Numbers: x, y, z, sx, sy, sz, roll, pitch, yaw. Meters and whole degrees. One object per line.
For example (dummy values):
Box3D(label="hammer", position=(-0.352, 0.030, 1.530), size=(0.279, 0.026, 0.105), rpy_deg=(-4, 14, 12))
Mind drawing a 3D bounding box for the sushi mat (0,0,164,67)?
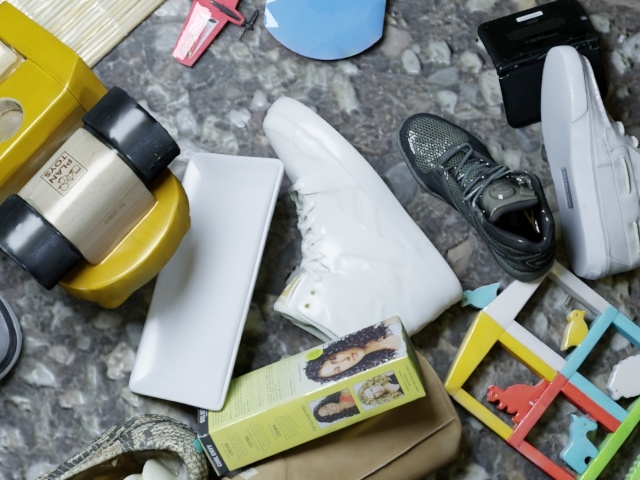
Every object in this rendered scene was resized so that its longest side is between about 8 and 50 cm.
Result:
Box3D(label="sushi mat", position=(-0.307, -0.238, 1.843), size=(0.316, 0.019, 0.151), rpy_deg=(-44, 89, -8))

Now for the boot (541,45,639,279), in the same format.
Box3D(label="boot", position=(0.322, -0.092, 1.856), size=(0.123, 0.095, 0.258), rpy_deg=(-11, 98, -13))

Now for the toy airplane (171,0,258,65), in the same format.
Box3D(label="toy airplane", position=(-0.138, -0.270, 1.849), size=(0.151, 0.028, 0.151), rpy_deg=(-3, 102, -14))

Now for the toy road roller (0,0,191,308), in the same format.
Box3D(label="toy road roller", position=(-0.277, -0.065, 1.753), size=(0.329, 0.240, 0.202), rpy_deg=(38, 81, 29))

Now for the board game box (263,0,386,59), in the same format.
Box3D(label="board game box", position=(0.006, -0.283, 1.874), size=(0.133, 0.033, 0.169), rpy_deg=(7, 88, -10))

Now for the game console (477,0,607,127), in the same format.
Box3D(label="game console", position=(0.249, -0.201, 1.899), size=(0.122, 0.071, 0.107), rpy_deg=(-18, 56, -8))

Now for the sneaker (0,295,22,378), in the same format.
Box3D(label="sneaker", position=(-0.464, 0.015, 1.702), size=(0.366, 0.210, 0.137), rpy_deg=(37, 81, -1))

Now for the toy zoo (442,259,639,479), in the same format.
Box3D(label="toy zoo", position=(0.267, 0.151, 1.852), size=(0.293, 0.030, 0.192), rpy_deg=(38, 82, 0))

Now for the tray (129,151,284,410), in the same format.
Box3D(label="tray", position=(-0.114, 0.042, 1.794), size=(0.030, 0.145, 0.270), rpy_deg=(22, 79, -46))

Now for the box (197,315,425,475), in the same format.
Box3D(label="box", position=(-0.012, 0.159, 1.742), size=(0.232, 0.087, 0.058), rpy_deg=(-23, 117, 6))

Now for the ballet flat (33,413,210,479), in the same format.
Box3D(label="ballet flat", position=(-0.320, 0.334, 1.696), size=(0.483, 0.182, 0.164), rpy_deg=(-34, 90, -8))

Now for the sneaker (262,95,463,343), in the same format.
Box3D(label="sneaker", position=(0.000, 0.000, 1.803), size=(0.169, 0.108, 0.292), rpy_deg=(-40, 90, -12))

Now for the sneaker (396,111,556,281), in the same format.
Box3D(label="sneaker", position=(0.172, -0.065, 1.810), size=(0.087, 0.130, 0.227), rpy_deg=(-36, 74, -11))

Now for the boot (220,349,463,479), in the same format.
Box3D(label="boot", position=(0.044, 0.281, 1.784), size=(0.269, 0.089, 0.236), rpy_deg=(-31, 108, -18))
